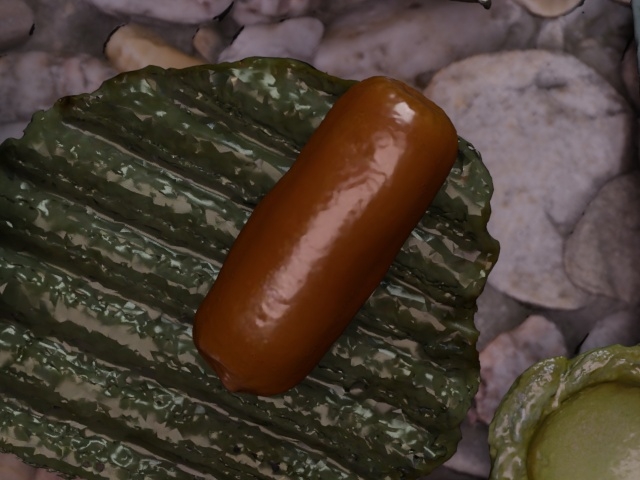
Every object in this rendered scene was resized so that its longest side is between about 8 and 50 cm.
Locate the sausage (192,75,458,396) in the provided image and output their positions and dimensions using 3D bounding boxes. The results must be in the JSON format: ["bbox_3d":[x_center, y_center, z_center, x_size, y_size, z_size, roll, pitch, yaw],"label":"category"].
[{"bbox_3d":[0.000,0.000,0.671,0.098,0.098,0.238,35,95,3],"label":"sausage"}]

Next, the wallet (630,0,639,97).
[{"bbox_3d":[0.347,-0.064,0.681,0.251,0.054,0.290,-5,80,24],"label":"wallet"}]

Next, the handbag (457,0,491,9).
[{"bbox_3d":[0.053,-0.287,0.725,0.270,0.117,0.182,42,50,2],"label":"handbag"}]

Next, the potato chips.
[{"bbox_3d":[-0.078,0.033,0.753,0.429,0.070,0.358,22,92,3],"label":"potato chips"}]

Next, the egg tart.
[{"bbox_3d":[0.211,0.165,0.733,0.197,0.078,0.197,0,91,1],"label":"egg tart"}]
